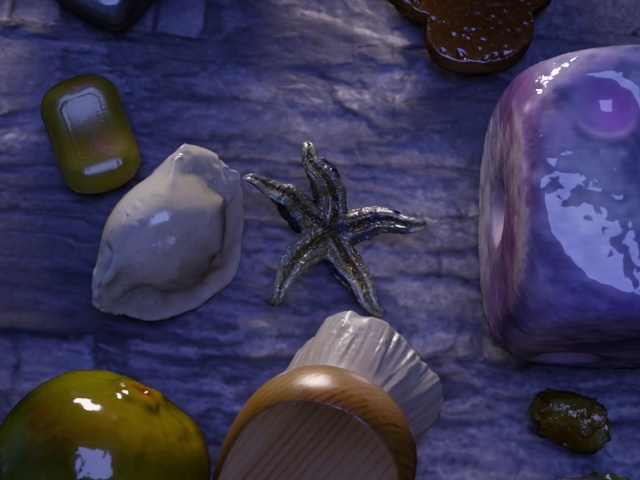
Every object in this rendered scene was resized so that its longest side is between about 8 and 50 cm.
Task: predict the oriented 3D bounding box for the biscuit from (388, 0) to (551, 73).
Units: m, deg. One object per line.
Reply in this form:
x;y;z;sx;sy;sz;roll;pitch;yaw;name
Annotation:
0.169;-0.327;1.452;0.208;0.041;0.290;0;72;-4;biscuit

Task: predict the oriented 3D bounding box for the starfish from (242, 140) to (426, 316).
0.000;0.000;1.333;0.208;0.053;0.176;42;73;8;starfish

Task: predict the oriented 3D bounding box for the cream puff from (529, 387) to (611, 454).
0.259;0.182;1.283;0.083;0.083;0.058;-3;37;37;cream puff

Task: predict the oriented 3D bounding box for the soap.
-0.252;-0.116;1.363;0.089;0.045;0.140;-18;73;-11;soap

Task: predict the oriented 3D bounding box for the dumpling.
-0.151;0.004;1.307;0.155;0.111;0.181;30;113;-27;dumpling

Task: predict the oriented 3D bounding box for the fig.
-0.224;0.231;1.185;0.230;0.207;0.207;-43;76;25;fig

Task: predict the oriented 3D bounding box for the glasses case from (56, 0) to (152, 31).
-0.190;-0.390;1.437;0.131;0.074;0.323;33;74;7;glasses case

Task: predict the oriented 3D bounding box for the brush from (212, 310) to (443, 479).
-0.011;0.211;1.218;0.174;0.166;0.267;40;116;-4;brush

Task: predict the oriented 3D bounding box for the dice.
0.309;-0.022;1.242;0.271;0.270;0.270;1;73;-2;dice

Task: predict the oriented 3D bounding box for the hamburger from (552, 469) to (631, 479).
0.256;0.362;1.169;0.300;0.176;0.300;0;74;-2;hamburger
